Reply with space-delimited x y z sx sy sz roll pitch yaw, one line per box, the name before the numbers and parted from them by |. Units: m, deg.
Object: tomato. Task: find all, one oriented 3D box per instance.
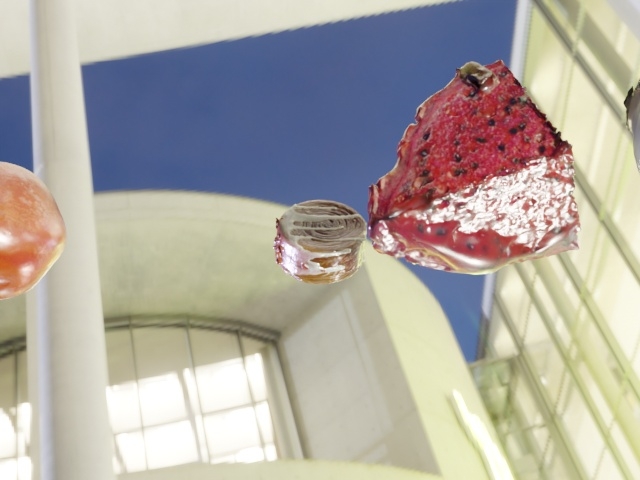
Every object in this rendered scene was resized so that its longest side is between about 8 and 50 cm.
tomato | -0.407 -0.004 1.220 0.151 0.187 0.187 0 -44 -38

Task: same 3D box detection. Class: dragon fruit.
dragon fruit | 0.201 -0.091 1.301 0.330 0.302 0.240 -20 -9 -20

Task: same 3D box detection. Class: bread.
bread | 0.000 0.000 1.592 0.161 0.160 0.073 -6 -47 -13

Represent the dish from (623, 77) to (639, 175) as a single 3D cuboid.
dish | 0.510 -0.206 1.310 0.316 0.106 0.316 -33 -37 -29
